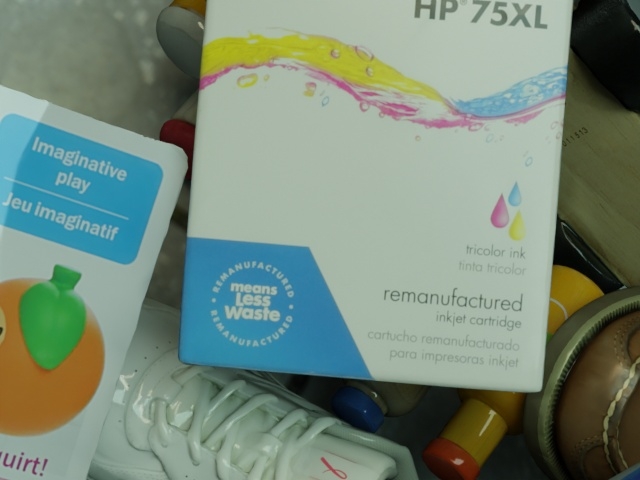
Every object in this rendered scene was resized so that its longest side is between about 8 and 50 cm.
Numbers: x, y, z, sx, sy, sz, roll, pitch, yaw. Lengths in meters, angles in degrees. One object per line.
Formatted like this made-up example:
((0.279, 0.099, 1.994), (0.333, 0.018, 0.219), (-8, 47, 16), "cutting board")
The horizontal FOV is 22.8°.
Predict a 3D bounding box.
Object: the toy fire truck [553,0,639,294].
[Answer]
((0.131, -0.122, 0.775), (0.217, 0.158, 0.246), (45, 27, -11), "toy fire truck")

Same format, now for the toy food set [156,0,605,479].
((0.000, 0.000, 0.688), (0.232, 0.111, 0.104), (43, 66, -6), "toy food set")

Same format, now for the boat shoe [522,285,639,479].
((0.217, 0.101, 0.709), (0.307, 0.104, 0.111), (21, 93, -41), "boat shoe")

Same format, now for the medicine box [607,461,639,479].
((0.069, 0.253, 0.539), (0.289, 0.149, 0.263), (-32, 80, 13), "medicine box")

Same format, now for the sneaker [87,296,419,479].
((-0.020, 0.088, 0.656), (0.232, 0.115, 0.090), (35, 66, -15), "sneaker")

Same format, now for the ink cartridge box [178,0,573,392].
((0.023, -0.064, 0.600), (0.134, 0.078, 0.231), (4, 90, 1), "ink cartridge box")

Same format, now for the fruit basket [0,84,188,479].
((-0.237, 0.087, 0.502), (0.327, 0.165, 0.353), (20, 92, -21), "fruit basket")
